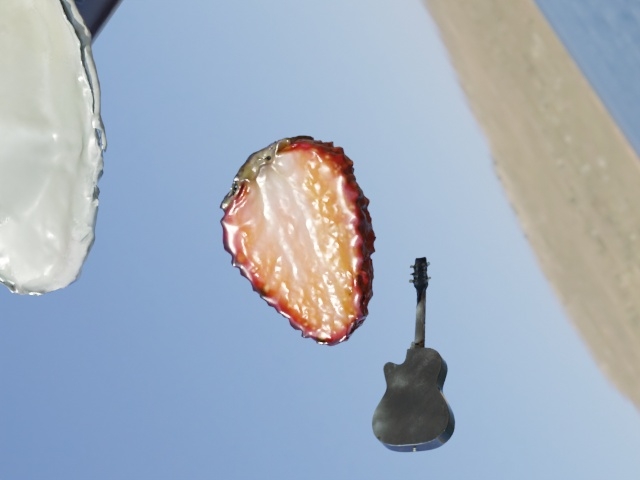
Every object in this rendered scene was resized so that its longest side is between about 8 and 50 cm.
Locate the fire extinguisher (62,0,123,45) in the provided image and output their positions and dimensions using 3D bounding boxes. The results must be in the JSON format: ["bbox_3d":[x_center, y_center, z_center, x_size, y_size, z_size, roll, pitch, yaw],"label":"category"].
[{"bbox_3d":[-0.231,-0.228,1.443,0.102,0.344,0.138,29,-152,-23],"label":"fire extinguisher"}]

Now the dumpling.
[{"bbox_3d":[-0.271,-0.142,1.307,0.181,0.260,0.341,11,-142,-19],"label":"dumpling"}]

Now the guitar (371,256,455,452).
[{"bbox_3d":[0.106,0.122,1.733,0.025,0.088,0.233,49,-141,-53],"label":"guitar"}]

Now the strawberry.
[{"bbox_3d":[0.000,0.000,1.753,0.111,0.190,0.236,-8,-108,-57],"label":"strawberry"}]
